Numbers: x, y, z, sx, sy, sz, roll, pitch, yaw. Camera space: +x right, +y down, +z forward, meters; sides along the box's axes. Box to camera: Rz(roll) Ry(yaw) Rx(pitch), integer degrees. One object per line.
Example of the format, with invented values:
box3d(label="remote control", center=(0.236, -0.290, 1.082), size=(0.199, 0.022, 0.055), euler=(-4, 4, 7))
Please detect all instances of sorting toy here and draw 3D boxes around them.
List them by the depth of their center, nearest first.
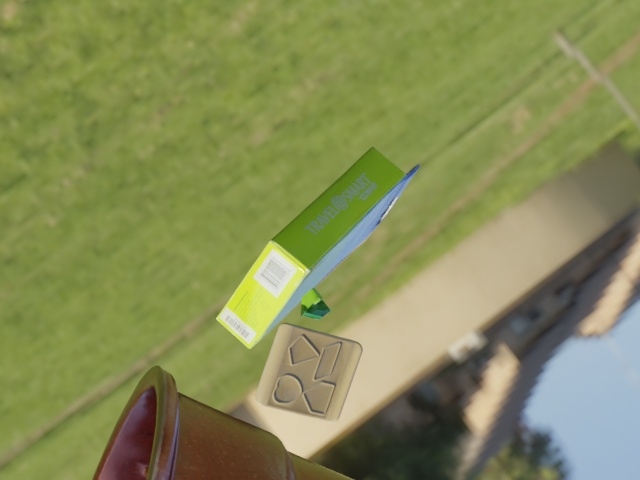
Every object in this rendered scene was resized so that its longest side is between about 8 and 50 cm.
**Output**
box3d(label="sorting toy", center=(-0.004, 0.074, 1.257), size=(0.012, 0.062, 0.083), euler=(28, -79, 64))

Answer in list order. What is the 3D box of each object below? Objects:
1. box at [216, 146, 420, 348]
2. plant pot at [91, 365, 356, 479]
box3d(label="box", center=(0.000, 0.000, 1.502), size=(0.178, 0.042, 0.109), euler=(-43, 172, -46))
box3d(label="plant pot", center=(0.004, 0.229, 0.907), size=(0.272, 0.265, 0.272), euler=(-161, -90, -80))
